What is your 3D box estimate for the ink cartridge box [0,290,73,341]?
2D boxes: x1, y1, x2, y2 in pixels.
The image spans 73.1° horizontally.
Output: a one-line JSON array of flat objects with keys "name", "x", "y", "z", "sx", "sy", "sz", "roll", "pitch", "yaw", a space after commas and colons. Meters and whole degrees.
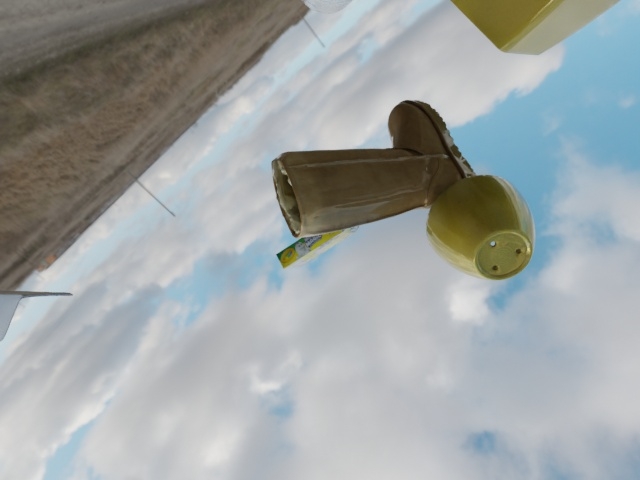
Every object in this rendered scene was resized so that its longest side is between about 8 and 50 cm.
[{"name": "ink cartridge box", "x": -0.510, "y": 0.077, "z": 0.460, "sx": 0.304, "sy": 0.307, "sz": 0.072, "roll": -1, "pitch": -101, "yaw": 18}]

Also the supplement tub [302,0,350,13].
[{"name": "supplement tub", "x": 0.009, "y": -0.259, "z": 0.411, "sx": 0.071, "sy": 0.071, "sz": 0.107, "roll": -38, "pitch": -161, "yaw": 12}]

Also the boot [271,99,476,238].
[{"name": "boot", "x": 0.062, "y": -0.119, "z": 0.615, "sx": 0.270, "sy": 0.089, "sz": 0.236, "roll": -9, "pitch": -132, "yaw": -20}]

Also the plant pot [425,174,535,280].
[{"name": "plant pot", "x": 0.209, "y": -0.004, "z": 0.539, "sx": 0.134, "sy": 0.134, "sz": 0.095, "roll": -36, "pitch": -159, "yaw": 16}]

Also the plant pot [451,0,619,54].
[{"name": "plant pot", "x": 0.312, "y": -0.394, "z": 0.622, "sx": 0.212, "sy": 0.212, "sz": 0.187, "roll": -19, "pitch": 158, "yaw": -40}]

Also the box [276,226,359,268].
[{"name": "box", "x": 0.000, "y": 0.000, "z": 0.946, "sx": 0.179, "sy": 0.043, "sz": 0.105, "roll": -31, "pitch": 171, "yaw": 16}]
